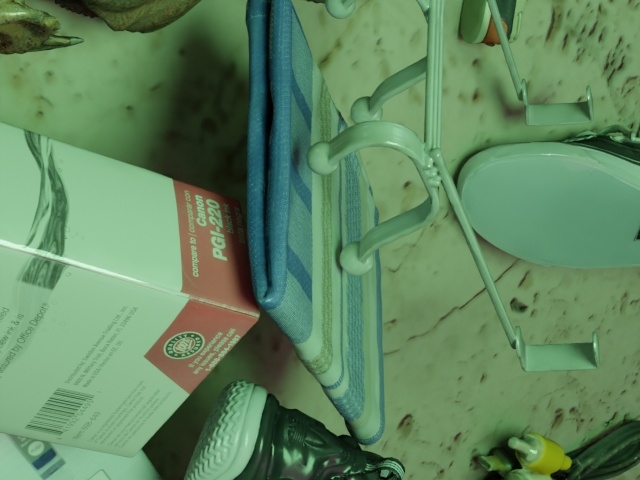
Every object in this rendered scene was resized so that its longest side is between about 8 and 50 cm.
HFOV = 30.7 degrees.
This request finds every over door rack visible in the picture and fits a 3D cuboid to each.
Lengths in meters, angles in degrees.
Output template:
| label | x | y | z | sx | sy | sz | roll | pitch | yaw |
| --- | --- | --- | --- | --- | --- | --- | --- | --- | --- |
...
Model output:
| label | x | y | z | sx | sy | sz | roll | pitch | yaw |
| --- | --- | --- | --- | --- | --- | --- | --- | --- | --- |
| over door rack | 0.090 | -0.071 | 0.780 | 0.324 | 0.108 | 0.239 | 42 | 46 | -48 |

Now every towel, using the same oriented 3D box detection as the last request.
| label | x | y | z | sx | sy | sz | roll | pitch | yaw |
| --- | --- | --- | --- | --- | --- | --- | --- | --- | --- |
| towel | 0.000 | 0.000 | 0.751 | 0.034 | 0.209 | 0.285 | -7 | 154 | 12 |

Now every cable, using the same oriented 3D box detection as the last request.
| label | x | y | z | sx | sy | sz | roll | pitch | yaw |
| --- | --- | --- | --- | --- | --- | --- | --- | --- | --- |
| cable | 0.251 | 0.251 | 1.196 | 0.287 | 0.072 | 0.139 | 8 | 114 | -40 |

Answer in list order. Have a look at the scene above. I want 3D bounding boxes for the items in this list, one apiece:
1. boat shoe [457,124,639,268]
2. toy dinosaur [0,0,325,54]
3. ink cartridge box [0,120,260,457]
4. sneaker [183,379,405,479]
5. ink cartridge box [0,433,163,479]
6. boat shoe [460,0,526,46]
| label | x | y | z | sx | sy | sz | roll | pitch | yaw |
| --- | --- | --- | --- | --- | --- | --- | --- | --- | --- |
| boat shoe | 0.257 | -0.048 | 1.013 | 0.306 | 0.105 | 0.113 | 2 | 127 | -12 |
| toy dinosaur | -0.118 | -0.162 | 0.657 | 0.200 | 0.127 | 0.296 | -53 | 156 | 14 |
| ink cartridge box | -0.168 | 0.025 | 0.625 | 0.218 | 0.092 | 0.158 | 17 | 133 | -31 |
| sneaker | -0.032 | 0.216 | 0.829 | 0.153 | 0.101 | 0.268 | 20 | 133 | -1 |
| ink cartridge box | -0.298 | 0.131 | 0.699 | 0.308 | 0.091 | 0.385 | -38 | 132 | -15 |
| boat shoe | 0.142 | -0.210 | 0.871 | 0.043 | 0.049 | 0.137 | -2 | 122 | -22 |
